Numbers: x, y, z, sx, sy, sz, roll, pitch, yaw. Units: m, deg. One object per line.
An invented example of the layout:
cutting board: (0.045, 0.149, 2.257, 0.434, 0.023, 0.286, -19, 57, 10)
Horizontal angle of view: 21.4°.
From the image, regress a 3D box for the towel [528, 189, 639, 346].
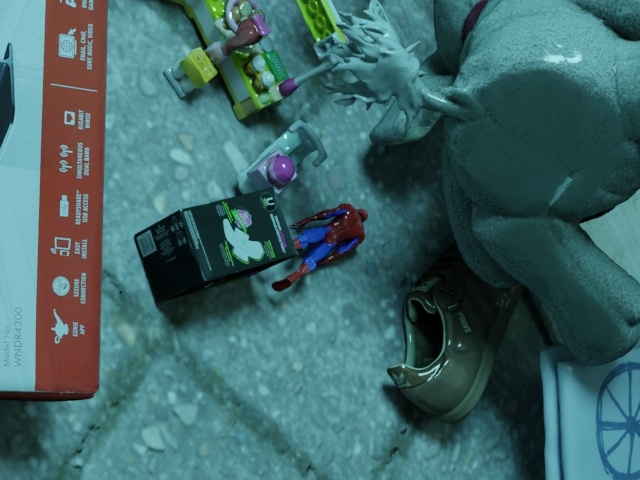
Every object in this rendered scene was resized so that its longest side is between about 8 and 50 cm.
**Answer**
towel: (0.261, 0.064, 1.401, 0.187, 0.049, 0.282, -29, 95, -40)

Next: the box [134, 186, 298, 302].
box: (-0.070, 0.003, 1.139, 0.083, 0.062, 0.052, -15, 83, -41)

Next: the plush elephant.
plush elephant: (0.165, -0.119, 1.203, 0.330, 0.272, 0.255, 28, 36, -8)

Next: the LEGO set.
LEGO set: (-0.081, -0.170, 1.159, 0.287, 0.107, 0.132, 47, 52, -18)

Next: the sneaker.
sneaker: (0.103, 0.040, 1.265, 0.071, 0.066, 0.188, 34, 56, -27)

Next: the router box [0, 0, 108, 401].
router box: (-0.270, -0.079, 0.960, 0.301, 0.082, 0.335, 6, 81, -38)

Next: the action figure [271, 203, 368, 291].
action figure: (0.000, 0.000, 1.221, 0.115, 0.030, 0.038, -31, 101, -46)

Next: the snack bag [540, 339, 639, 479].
snack bag: (0.298, 0.216, 1.339, 0.343, 0.037, 0.323, -9, 97, -41)
